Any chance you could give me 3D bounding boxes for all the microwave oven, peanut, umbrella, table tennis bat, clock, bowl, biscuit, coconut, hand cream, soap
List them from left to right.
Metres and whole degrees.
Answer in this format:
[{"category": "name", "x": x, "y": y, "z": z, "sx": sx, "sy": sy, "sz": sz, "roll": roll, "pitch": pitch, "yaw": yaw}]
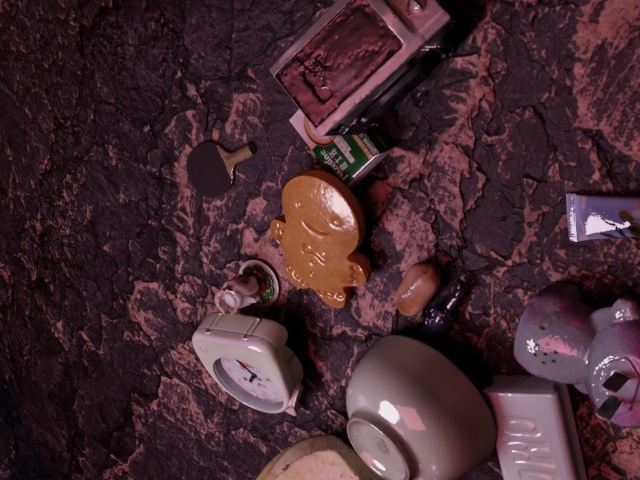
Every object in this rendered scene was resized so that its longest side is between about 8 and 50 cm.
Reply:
[{"category": "table tennis bat", "x": -0.252, "y": -0.189, "z": 1.747, "sx": 0.246, "sy": 0.022, "sz": 0.138, "roll": -20, "pitch": 96, "yaw": 40}, {"category": "clock", "x": -0.165, "y": 0.329, "z": 1.796, "sx": 0.265, "sy": 0.109, "sz": 0.324, "roll": 4, "pitch": 133, "yaw": 32}, {"category": "biscuit", "x": -0.002, "y": 0.001, "z": 1.578, "sx": 0.275, "sy": 0.052, "sz": 0.355, "roll": 30, "pitch": 138, "yaw": 21}, {"category": "coconut", "x": 0.000, "y": 0.680, "z": 1.699, "sx": 0.404, "sy": 0.404, "sz": 0.405, "roll": 14, "pitch": 116, "yaw": 31}, {"category": "microwave oven", "x": 0.099, "y": -0.338, "z": 1.267, "sx": 0.295, "sy": 0.237, "sz": 0.181, "roll": -41, "pitch": 83, "yaw": 21}, {"category": "bowl", "x": 0.180, "y": 0.397, "z": 1.510, "sx": 0.353, "sy": 0.185, "sz": 0.354, "roll": 33, "pitch": 142, "yaw": 30}, {"category": "peanut", "x": 0.209, "y": 0.105, "z": 1.508, "sx": 0.076, "sy": 0.076, "sz": 0.152, "roll": 39, "pitch": 124, "yaw": 16}, {"category": "umbrella", "x": 0.254, "y": 0.184, "z": 1.511, "sx": 0.071, "sy": 0.071, "sz": 0.248, "roll": 41, "pitch": 125, "yaw": 15}, {"category": "soap", "x": 0.449, "y": 0.417, "z": 1.453, "sx": 0.159, "sy": 0.087, "sz": 0.266, "roll": -6, "pitch": 105, "yaw": 37}, {"category": "hand cream", "x": 0.561, "y": -0.039, "z": 1.210, "sx": 0.271, "sy": 0.058, "sz": 0.091, "roll": 2, "pitch": 106, "yaw": 41}]

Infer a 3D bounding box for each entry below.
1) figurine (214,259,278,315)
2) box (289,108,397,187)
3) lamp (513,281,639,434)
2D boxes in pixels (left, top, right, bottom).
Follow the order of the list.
[{"category": "figurine", "x": -0.194, "y": 0.132, "z": 1.750, "sx": 0.132, "sy": 0.153, "sz": 0.132, "roll": 13, "pitch": 114, "yaw": 30}, {"category": "box", "x": 0.047, "y": -0.229, "z": 1.481, "sx": 0.199, "sy": 0.081, "sz": 0.135, "roll": 54, "pitch": 129, "yaw": 8}, {"category": "lamp", "x": 0.498, "y": 0.212, "z": 1.241, "sx": 0.301, "sy": 0.247, "sz": 0.247, "roll": 22, "pitch": 118, "yaw": 35}]
